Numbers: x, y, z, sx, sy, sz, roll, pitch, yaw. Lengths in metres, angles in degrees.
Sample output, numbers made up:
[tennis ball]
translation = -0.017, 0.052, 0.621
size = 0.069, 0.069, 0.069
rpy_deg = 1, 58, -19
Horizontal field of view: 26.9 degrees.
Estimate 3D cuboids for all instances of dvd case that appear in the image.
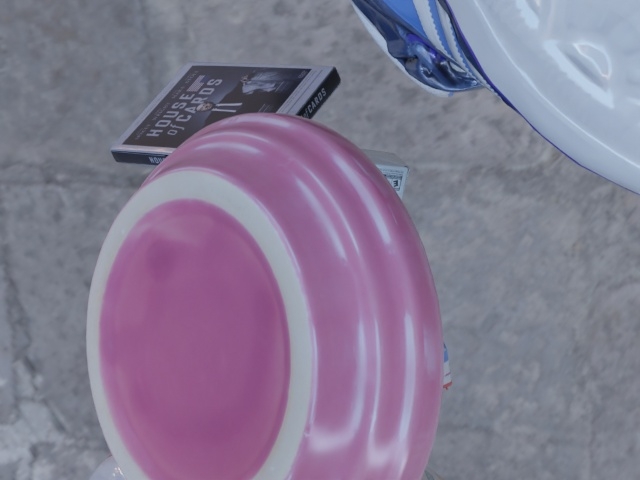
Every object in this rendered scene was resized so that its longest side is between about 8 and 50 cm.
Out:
[dvd case]
translation = -0.116, -0.150, 1.609
size = 0.239, 0.179, 0.029
rpy_deg = 7, 137, 36

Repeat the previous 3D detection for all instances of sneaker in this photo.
[sneaker]
translation = 0.120, -0.117, 0.710
size = 0.130, 0.236, 0.323
rpy_deg = -46, 72, -1

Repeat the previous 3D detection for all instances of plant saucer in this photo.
[plant saucer]
translation = -0.062, 0.075, 0.940
size = 0.332, 0.084, 0.332
rpy_deg = 2, 93, 47

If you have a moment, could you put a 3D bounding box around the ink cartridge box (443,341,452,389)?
[ink cartridge box]
translation = 0.046, 0.064, 1.095
size = 0.078, 0.231, 0.134
rpy_deg = -24, 74, 0

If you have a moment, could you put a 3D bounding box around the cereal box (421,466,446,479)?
[cereal box]
translation = 0.053, 0.227, 1.344
size = 0.240, 0.173, 0.047
rpy_deg = 38, 95, -8

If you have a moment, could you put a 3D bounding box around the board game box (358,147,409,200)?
[board game box]
translation = 0.000, 0.000, 2.163
size = 0.224, 0.097, 0.303
rpy_deg = 7, 108, -16

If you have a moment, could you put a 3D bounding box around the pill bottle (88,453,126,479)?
[pill bottle]
translation = -0.138, 0.268, 1.428
size = 0.176, 0.318, 0.176
rpy_deg = 19, 128, 26
